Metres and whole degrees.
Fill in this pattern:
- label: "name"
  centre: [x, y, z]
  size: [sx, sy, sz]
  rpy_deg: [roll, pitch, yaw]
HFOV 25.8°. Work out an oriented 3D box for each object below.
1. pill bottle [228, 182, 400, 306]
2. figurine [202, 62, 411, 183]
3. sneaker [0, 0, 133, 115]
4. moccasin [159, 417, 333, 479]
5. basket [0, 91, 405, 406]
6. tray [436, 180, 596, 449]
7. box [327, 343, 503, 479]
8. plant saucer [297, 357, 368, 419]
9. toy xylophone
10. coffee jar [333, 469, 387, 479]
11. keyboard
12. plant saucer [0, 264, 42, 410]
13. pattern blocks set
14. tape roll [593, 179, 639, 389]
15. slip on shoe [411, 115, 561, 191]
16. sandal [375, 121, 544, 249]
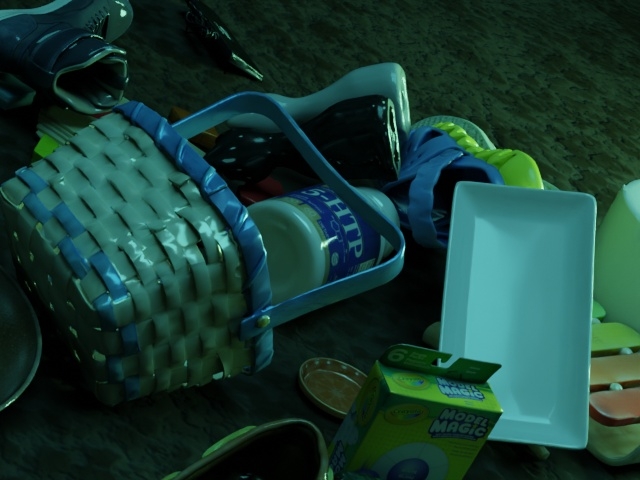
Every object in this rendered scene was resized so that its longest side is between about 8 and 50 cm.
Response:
- label: "pill bottle"
  centre: [0.000, 0.000, 1.411]
  size: [0.112, 0.112, 0.187]
  rpy_deg: [36, 28, 20]
- label: "figurine"
  centre: [-0.014, -0.127, 1.555]
  size: [0.209, 0.092, 0.215]
  rpy_deg: [-6, 22, 11]
- label: "sneaker"
  centre: [-0.247, -0.208, 1.530]
  size: [0.163, 0.086, 0.226]
  rpy_deg: [26, 33, 27]
- label: "moccasin"
  centre: [-0.088, 0.221, 0.876]
  size: [0.139, 0.147, 0.380]
  rpy_deg: [34, 27, 16]
- label: "basket"
  centre: [-0.107, -0.009, 1.193]
  size: [0.289, 0.201, 0.255]
  rpy_deg: [-26, 50, -20]
- label: "tray"
  centre: [0.190, 0.072, 1.360]
  size: [0.145, 0.030, 0.270]
  rpy_deg: [6, 64, 5]
- label: "box"
  centre: [0.066, 0.162, 1.089]
  size: [0.105, 0.179, 0.043]
  rpy_deg: [12, 28, -24]
- label: "plant saucer"
  centre: [0.017, 0.138, 1.280]
  size: [0.083, 0.013, 0.083]
  rpy_deg: [20, 26, -10]
- label: "toy xylophone"
  centre: [0.255, 0.126, 1.439]
  size: [0.236, 0.081, 0.323]
  rpy_deg: [-7, 40, -47]
- label: "coffee jar"
  centre: [0.084, 0.235, 1.062]
  size: [0.184, 0.096, 0.079]
  rpy_deg: [12, 19, -24]
- label: "keyboard"
  centre: [-0.149, -0.277, 1.905]
  size: [0.100, 0.038, 0.192]
  rpy_deg: [35, 13, -42]
- label: "plant saucer"
  centre: [-0.366, 0.059, 1.045]
  size: [0.310, 0.050, 0.310]
  rpy_deg: [21, 26, -11]
- label: "pattern blocks set"
  centre: [-0.200, -0.096, 1.508]
  size: [0.325, 0.026, 0.285]
  rpy_deg: [39, 28, 26]
- label: "tape roll"
  centre: [0.417, 0.063, 1.603]
  size: [0.246, 0.169, 0.246]
  rpy_deg: [21, 26, -11]
- label: "slip on shoe"
  centre: [0.196, -0.056, 1.720]
  size: [0.123, 0.101, 0.331]
  rpy_deg: [-38, 42, -12]
- label: "sandal"
  centre: [0.121, -0.058, 1.552]
  size: [0.138, 0.126, 0.317]
  rpy_deg: [-12, 10, -18]
